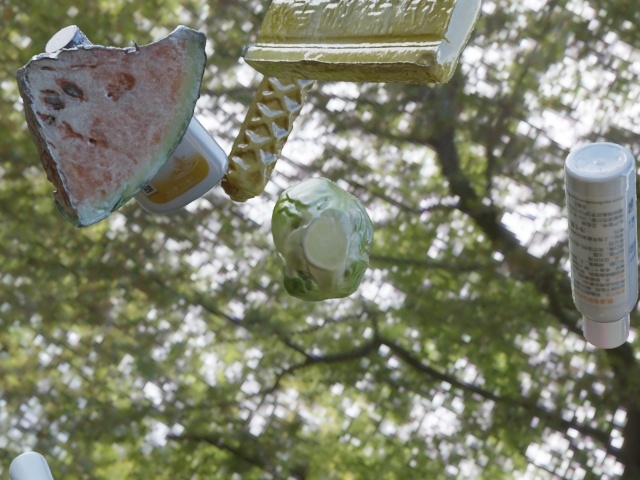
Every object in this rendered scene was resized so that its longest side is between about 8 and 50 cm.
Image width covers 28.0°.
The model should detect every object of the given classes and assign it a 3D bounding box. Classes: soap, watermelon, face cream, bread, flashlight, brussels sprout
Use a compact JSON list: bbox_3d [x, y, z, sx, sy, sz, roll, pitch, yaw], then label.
[{"bbox_3d":[0.032,-0.174,1.030,0.037,0.092,0.252,30,-11,-36],"label":"soap"},{"bbox_3d":[-0.178,-0.110,1.039,0.139,0.187,0.071,34,1,-9],"label":"watermelon"},{"bbox_3d":[0.334,0.015,1.515,0.082,0.082,0.269,13,-47,29],"label":"face cream"},{"bbox_3d":[-0.050,-0.224,1.868,0.084,0.367,0.077,21,-8,35],"label":"bread"},{"bbox_3d":[-0.434,0.409,2.009,0.200,0.093,0.047,47,-18,44],"label":"flashlight"},{"bbox_3d":[0.004,-0.002,1.467,0.118,0.155,0.155,-8,-30,-10],"label":"brussels sprout"},{"bbox_3d":[-0.249,-0.161,1.689,0.144,0.071,0.291,-30,-54,11],"label":"face cream"}]
